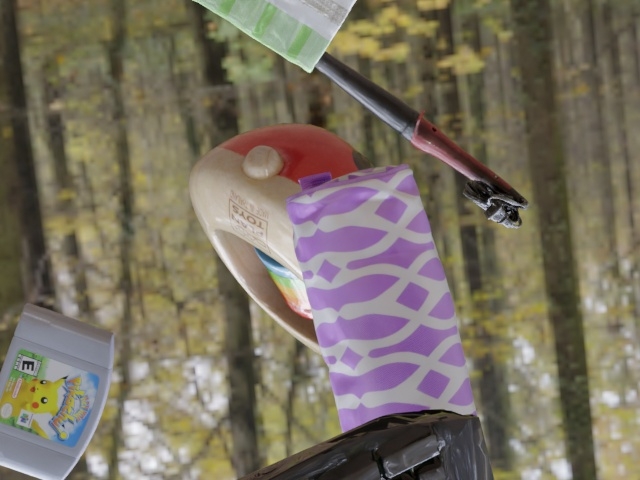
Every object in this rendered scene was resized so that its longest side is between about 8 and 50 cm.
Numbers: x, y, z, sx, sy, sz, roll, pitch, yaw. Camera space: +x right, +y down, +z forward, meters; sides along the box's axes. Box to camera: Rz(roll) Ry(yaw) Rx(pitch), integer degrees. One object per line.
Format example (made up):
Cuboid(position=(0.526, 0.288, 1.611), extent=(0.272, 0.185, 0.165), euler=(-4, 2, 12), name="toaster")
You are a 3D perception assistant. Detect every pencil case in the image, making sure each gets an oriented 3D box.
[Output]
Cuboid(position=(0.038, 0.056, 0.858), extent=(0.086, 0.206, 0.088), euler=(-12, -179, -15), name="pencil case")

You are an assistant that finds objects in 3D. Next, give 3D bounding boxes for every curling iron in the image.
Cuboid(position=(0.100, -0.107, 1.428), extent=(0.035, 0.274, 0.068), euler=(-50, -179, 16), name="curling iron")

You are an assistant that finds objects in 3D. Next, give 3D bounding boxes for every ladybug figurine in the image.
Cuboid(position=(0.000, 0.000, 1.711), extent=(0.305, 0.162, 0.449), euler=(32, 164, 23), name="ladybug figurine")

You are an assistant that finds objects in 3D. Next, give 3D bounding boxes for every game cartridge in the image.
Cuboid(position=(-0.138, 0.080, 0.735), extent=(0.056, 0.083, 0.017), euler=(19, -178, -6), name="game cartridge")

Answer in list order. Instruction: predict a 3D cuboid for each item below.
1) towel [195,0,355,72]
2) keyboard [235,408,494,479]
Cuboid(position=(-0.014, -0.212, 1.037), extent=(0.113, 0.152, 0.023), euler=(33, -157, -3), name="towel")
Cuboid(position=(0.006, 0.229, 0.526), extent=(0.202, 0.317, 0.033), euler=(-21, -162, -21), name="keyboard")
